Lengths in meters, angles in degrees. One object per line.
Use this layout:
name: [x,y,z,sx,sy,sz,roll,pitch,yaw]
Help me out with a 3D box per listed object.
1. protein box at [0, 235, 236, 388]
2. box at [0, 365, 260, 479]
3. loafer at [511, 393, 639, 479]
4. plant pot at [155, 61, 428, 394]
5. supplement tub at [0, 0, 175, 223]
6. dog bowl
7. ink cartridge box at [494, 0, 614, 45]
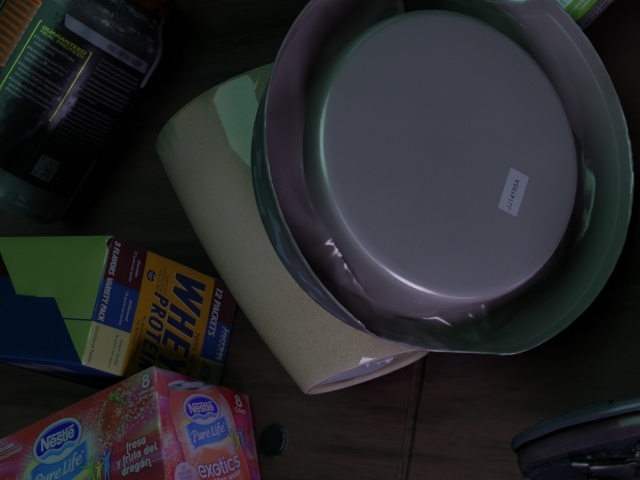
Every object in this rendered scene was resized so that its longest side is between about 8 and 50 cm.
protein box: [-0.238,0.089,1.210,0.199,0.201,0.136,0,72,38]
box: [-0.224,0.262,1.166,0.299,0.154,0.142,-27,57,28]
loafer: [0.292,0.161,0.839,0.302,0.109,0.095,-20,65,27]
plant pot: [0.000,0.000,1.059,0.256,0.256,0.274,-26,74,28]
supplement tub: [-0.343,-0.209,1.407,0.207,0.207,0.338,38,96,41]
dog bowl: [0.099,-0.067,0.941,0.102,0.348,0.349,-19,57,66]
ink cartridge box: [0.198,-0.332,1.040,0.255,0.097,0.189,46,104,9]
